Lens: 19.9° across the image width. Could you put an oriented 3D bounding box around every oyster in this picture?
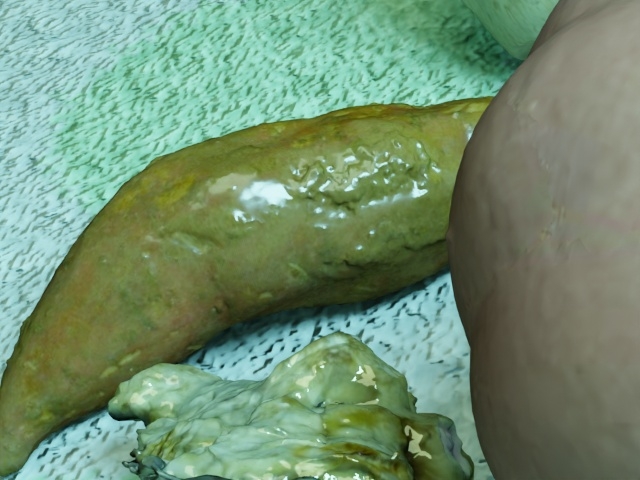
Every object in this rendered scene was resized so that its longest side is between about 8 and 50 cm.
[{"bbox_3d":[-0.018,0.076,0.727,0.191,0.081,0.163,4,2,32],"label":"oyster"}]

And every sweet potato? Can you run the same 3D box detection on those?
[{"bbox_3d":[-0.009,-0.011,0.861,0.354,0.095,0.106,-25,78,-8],"label":"sweet potato"}]

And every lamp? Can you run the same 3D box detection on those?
[{"bbox_3d":[0.178,0.036,0.614,0.305,0.239,0.305,14,54,-21],"label":"lamp"}]

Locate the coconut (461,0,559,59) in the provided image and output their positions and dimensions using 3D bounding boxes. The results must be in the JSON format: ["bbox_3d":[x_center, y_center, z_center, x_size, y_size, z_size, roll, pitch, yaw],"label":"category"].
[{"bbox_3d":[0.147,-0.195,0.975,0.224,0.224,0.224,-10,36,7],"label":"coconut"}]
